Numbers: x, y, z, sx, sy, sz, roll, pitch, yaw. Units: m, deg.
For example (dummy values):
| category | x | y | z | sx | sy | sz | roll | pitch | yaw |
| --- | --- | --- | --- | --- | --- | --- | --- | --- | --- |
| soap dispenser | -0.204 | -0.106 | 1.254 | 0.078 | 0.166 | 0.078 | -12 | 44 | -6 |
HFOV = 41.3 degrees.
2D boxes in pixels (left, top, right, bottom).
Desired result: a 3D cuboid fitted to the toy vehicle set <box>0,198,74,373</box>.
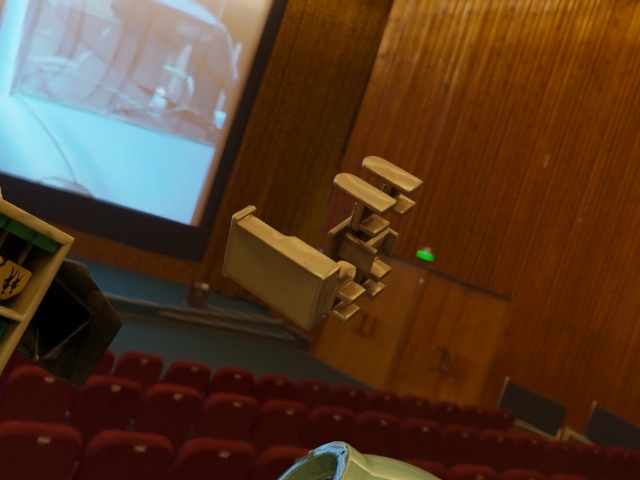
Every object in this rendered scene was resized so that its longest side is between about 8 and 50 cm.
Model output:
| category | x | y | z | sx | sy | sz | roll | pitch | yaw |
| --- | --- | --- | --- | --- | --- | --- | --- | --- | --- |
| toy vehicle set | -0.267 | 0.024 | 0.473 | 0.035 | 0.166 | 0.267 | 22 | -9 | 26 |

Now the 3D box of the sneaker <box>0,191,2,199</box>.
| category | x | y | z | sx | sy | sz | roll | pitch | yaw |
| --- | --- | --- | --- | --- | --- | --- | --- | --- | --- |
| sneaker | -0.368 | -0.125 | 0.548 | 0.210 | 0.366 | 0.137 | -2 | 30 | 27 |

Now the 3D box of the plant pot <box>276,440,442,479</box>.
| category | x | y | z | sx | sy | sz | roll | pitch | yaw |
| --- | --- | --- | --- | --- | --- | --- | --- | --- | --- |
| plant pot | 0.029 | 0.339 | 0.890 | 0.196 | 0.293 | 0.293 | 48 | 1 | -8 |

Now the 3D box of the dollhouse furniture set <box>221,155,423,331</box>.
| category | x | y | z | sx | sy | sz | roll | pitch | yaw |
| --- | --- | --- | --- | --- | --- | --- | --- | --- | --- |
| dollhouse furniture set | 0.000 | 0.000 | 1.238 | 0.161 | 0.212 | 0.242 | 32 | 39 | 21 |

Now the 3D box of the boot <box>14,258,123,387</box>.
| category | x | y | z | sx | sy | sz | roll | pitch | yaw |
| --- | --- | --- | --- | --- | --- | --- | --- | --- | --- |
| boot | -0.464 | -0.017 | 0.890 | 0.445 | 0.146 | 0.367 | 27 | -8 | 26 |
